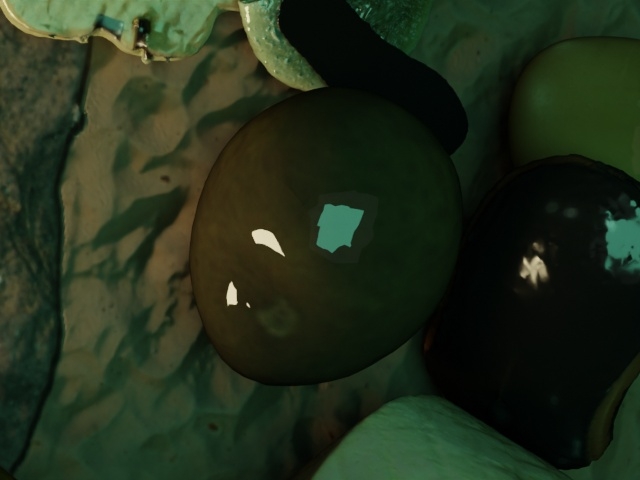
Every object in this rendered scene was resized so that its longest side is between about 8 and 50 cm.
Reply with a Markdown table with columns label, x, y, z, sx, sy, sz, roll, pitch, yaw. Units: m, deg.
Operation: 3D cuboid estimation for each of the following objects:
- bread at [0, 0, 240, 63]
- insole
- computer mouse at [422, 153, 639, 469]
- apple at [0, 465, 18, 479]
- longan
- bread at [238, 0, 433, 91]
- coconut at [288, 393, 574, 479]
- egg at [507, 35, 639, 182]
| label | x | y | z | sx | sy | sz | roll | pitch | yaw |
| --- | --- | --- | --- | --- | --- | --- | --- | --- | --- |
| bread | -0.160 | -0.296 | 1.536 | 0.316 | 0.054 | 0.316 | -2 | 95 | -17 |
| insole | 0.044 | -0.137 | 1.596 | 0.232 | 0.003 | 0.080 | 39 | 90 | -35 |
| computer mouse | 0.181 | 0.070 | 1.549 | 0.183 | 0.323 | 0.116 | 33 | 46 | 17 |
| apple | -0.326 | 0.306 | 1.402 | 0.338 | 0.305 | 0.338 | -5 | 105 | -18 |
| longan | 0.000 | 0.000 | 1.510 | 0.248 | 0.248 | 0.248 | -1 | 94 | -17 |
| bread | 0.026 | -0.174 | 1.592 | 0.193 | 0.036 | 0.112 | -21 | 118 | -25 |
| coconut | 0.074 | 0.278 | 1.541 | 0.329 | 0.329 | 0.329 | -1 | 94 | -17 |
| egg | 0.264 | -0.066 | 1.609 | 0.244 | 0.201 | 0.201 | 43 | 81 | -1 |
